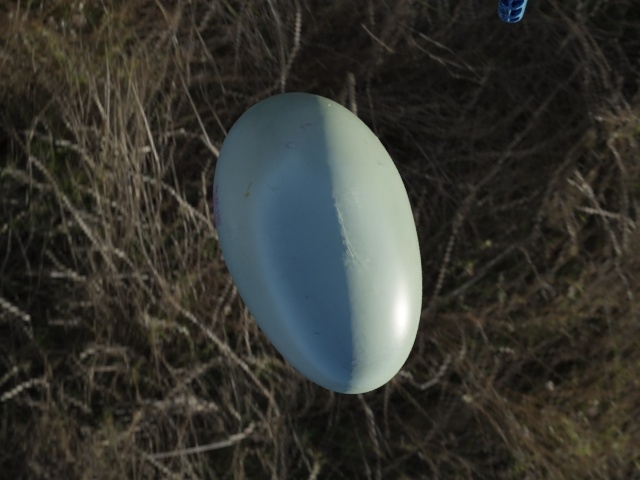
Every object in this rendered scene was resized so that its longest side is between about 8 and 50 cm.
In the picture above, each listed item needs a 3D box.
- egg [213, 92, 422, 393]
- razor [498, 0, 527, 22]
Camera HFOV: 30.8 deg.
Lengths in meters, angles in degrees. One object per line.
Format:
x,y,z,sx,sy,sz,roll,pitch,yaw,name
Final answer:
0.000,0.000,1.370,0.230,0.230,0.371,-17,74,-4,egg
0.248,-0.380,1.388,0.082,0.042,0.253,14,125,13,razor
